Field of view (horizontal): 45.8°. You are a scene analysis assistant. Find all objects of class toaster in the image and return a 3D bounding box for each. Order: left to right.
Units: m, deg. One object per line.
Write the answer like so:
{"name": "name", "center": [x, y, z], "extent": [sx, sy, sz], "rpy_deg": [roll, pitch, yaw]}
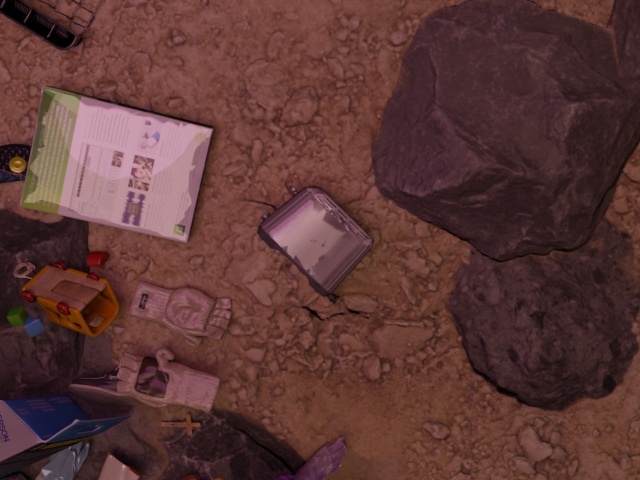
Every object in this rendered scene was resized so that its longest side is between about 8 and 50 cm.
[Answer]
{"name": "toaster", "center": [0.000, 0.000, 1.445], "extent": [0.227, 0.129, 0.146], "rpy_deg": [44, 95, -4]}

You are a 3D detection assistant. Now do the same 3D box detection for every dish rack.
{"name": "dish rack", "center": [-0.480, -0.513, 1.402], "extent": [0.208, 0.074, 0.271], "rpy_deg": [32, 97, -5]}

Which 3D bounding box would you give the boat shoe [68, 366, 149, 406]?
{"name": "boat shoe", "center": [-0.405, 0.294, 1.540], "extent": [0.206, 0.075, 0.065], "rpy_deg": [4, 56, 6]}

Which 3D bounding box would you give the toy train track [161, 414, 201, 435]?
{"name": "toy train track", "center": [-0.287, 0.378, 1.564], "extent": [0.083, 0.014, 0.048], "rpy_deg": [-1, 106, 7]}

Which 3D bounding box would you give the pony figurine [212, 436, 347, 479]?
{"name": "pony figurine", "center": [-0.085, 0.563, 1.453], "extent": [0.363, 0.303, 0.351], "rpy_deg": [27, 120, -35]}

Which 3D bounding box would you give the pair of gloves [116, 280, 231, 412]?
{"name": "pair of gloves", "center": [-0.288, 0.211, 1.497], "extent": [0.204, 0.042, 0.240], "rpy_deg": [7, 77, 2]}

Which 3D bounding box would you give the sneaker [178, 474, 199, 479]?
{"name": "sneaker", "center": [-0.330, 0.643, 1.548], "extent": [0.321, 0.124, 0.180], "rpy_deg": [-37, 95, 6]}

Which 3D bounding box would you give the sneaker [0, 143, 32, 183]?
{"name": "sneaker", "center": [-0.626, -0.142, 1.472], "extent": [0.209, 0.082, 0.069], "rpy_deg": [-8, 85, -16]}

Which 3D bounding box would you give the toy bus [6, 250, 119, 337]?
{"name": "toy bus", "center": [-0.492, 0.118, 1.478], "extent": [0.191, 0.202, 0.104], "rpy_deg": [-17, 128, -3]}

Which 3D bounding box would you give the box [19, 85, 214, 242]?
{"name": "box", "center": [-0.384, -0.143, 1.444], "extent": [0.322, 0.058, 0.232], "rpy_deg": [13, 98, -11]}

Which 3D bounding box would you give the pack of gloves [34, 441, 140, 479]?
{"name": "pack of gloves", "center": [-0.499, 0.518, 1.582], "extent": [0.195, 0.046, 0.232], "rpy_deg": [34, 100, 11]}

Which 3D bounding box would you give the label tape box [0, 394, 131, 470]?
{"name": "label tape box", "center": [-0.575, 0.367, 1.441], "extent": [0.347, 0.249, 0.115], "rpy_deg": [-27, 78, 3]}

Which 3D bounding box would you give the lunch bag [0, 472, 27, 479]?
{"name": "lunch bag", "center": [-0.638, 0.610, 1.481], "extent": [0.160, 0.223, 0.262], "rpy_deg": [-15, 87, 24]}
